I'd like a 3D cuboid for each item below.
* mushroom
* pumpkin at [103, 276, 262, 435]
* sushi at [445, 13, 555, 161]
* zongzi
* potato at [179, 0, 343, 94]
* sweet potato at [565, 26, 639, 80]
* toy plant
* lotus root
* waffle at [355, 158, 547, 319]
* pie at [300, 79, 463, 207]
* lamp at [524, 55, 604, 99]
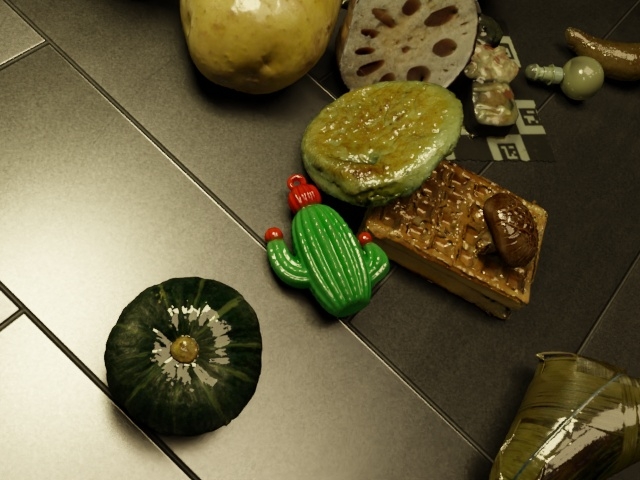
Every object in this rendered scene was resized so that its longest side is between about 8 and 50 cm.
[{"bbox_3d":[0.304,-0.017,1.210,0.109,0.085,0.126,-15,79,-28],"label":"mushroom"},{"bbox_3d":[-0.176,0.151,0.997,0.211,0.152,0.212,1,83,-6],"label":"pumpkin"},{"bbox_3d":[0.317,-0.340,1.486,0.296,0.100,0.373,-1,64,-22],"label":"sushi"},{"bbox_3d":[0.424,0.305,1.090,0.299,0.138,0.286,11,50,34],"label":"zongzi"},{"bbox_3d":[-0.110,-0.359,1.271,0.285,0.242,0.243,15,58,-24],"label":"potato"},{"bbox_3d":[0.689,-0.407,1.674,0.309,0.098,0.124,-1,43,-20],"label":"sweet potato"},{"bbox_3d":[-0.006,0.012,1.179,0.240,0.088,0.154,41,70,15],"label":"toy plant"},{"bbox_3d":[0.137,-0.394,1.373,0.272,0.272,0.192,0,43,-21],"label":"lotus root"},{"bbox_3d":[0.225,-0.022,1.284,0.307,0.091,0.213,26,57,-7],"label":"waffle"},{"bbox_3d":[0.099,-0.167,1.244,0.276,0.079,0.277,-11,45,11],"label":"pie"},{"bbox_3d":[0.505,-0.345,1.576,0.163,0.091,0.091,7,61,-8],"label":"lamp"}]
